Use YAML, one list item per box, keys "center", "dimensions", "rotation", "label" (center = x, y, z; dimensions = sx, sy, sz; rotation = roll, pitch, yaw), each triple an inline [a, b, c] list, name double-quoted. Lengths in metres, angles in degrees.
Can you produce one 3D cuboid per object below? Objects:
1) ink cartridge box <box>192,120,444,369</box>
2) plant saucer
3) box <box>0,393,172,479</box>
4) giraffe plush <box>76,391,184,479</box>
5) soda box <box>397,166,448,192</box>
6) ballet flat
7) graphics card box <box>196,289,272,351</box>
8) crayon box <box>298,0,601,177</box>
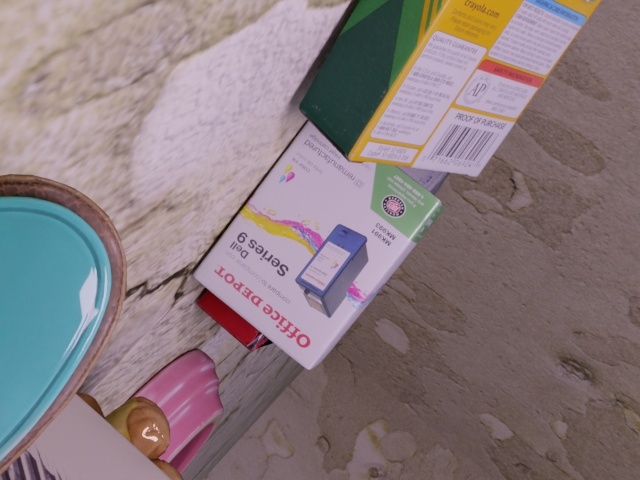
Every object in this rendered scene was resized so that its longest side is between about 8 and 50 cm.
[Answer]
- center: [0.000, 0.000, 0.851]
  dimensions: [0.212, 0.154, 0.093]
  rotation: [-52, 172, 7]
  label: "ink cartridge box"
- center: [-0.239, 0.296, 1.112]
  dimensions: [0.332, 0.084, 0.332]
  rotation: [-50, 173, -9]
  label: "plant saucer"
- center: [-0.141, 0.198, 0.523]
  dimensions: [0.113, 0.275, 0.094]
  rotation: [-56, 170, 21]
  label: "box"
- center: [-0.231, 0.218, 0.662]
  dimensions: [0.210, 0.181, 0.170]
  rotation: [-18, 171, 19]
  label: "giraffe plush"
- center: [0.084, -0.036, 1.362]
  dimensions: [0.286, 0.098, 0.091]
  rotation: [-49, 170, -19]
  label: "soda box"
- center: [-0.219, 0.104, 0.340]
  dimensions: [0.342, 0.116, 0.124]
  rotation: [-49, -168, -9]
  label: "ballet flat"
- center: [-0.011, 0.017, 1.092]
  dimensions: [0.232, 0.094, 0.371]
  rotation: [-52, 171, 3]
  label: "graphics card box"
- center: [0.145, -0.209, 0.705]
  dimensions: [0.203, 0.083, 0.322]
  rotation: [1, 130, -49]
  label: "crayon box"
